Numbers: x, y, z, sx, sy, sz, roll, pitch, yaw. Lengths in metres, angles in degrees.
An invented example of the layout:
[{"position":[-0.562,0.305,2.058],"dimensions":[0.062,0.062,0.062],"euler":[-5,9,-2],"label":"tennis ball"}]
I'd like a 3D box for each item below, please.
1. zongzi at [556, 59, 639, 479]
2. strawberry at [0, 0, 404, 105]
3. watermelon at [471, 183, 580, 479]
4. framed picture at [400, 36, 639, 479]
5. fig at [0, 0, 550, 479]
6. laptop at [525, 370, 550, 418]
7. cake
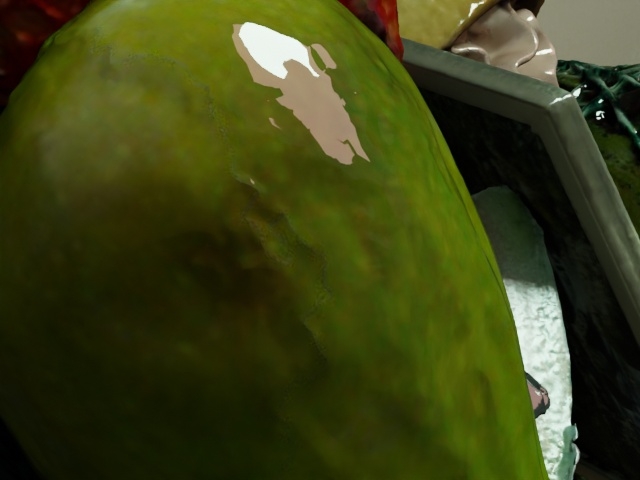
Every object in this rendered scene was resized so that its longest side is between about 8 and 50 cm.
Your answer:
[{"position":[0.102,-0.039,1.350],"dimensions":[0.362,0.319,0.383],"euler":[31,-9,-16],"label":"zongzi"},{"position":[-0.073,-0.131,0.942],"dimensions":[0.244,0.205,0.205],"euler":[34,8,3],"label":"strawberry"},{"position":[0.065,0.059,0.913],"dimensions":[0.094,0.081,0.180],"euler":[35,49,-22],"label":"watermelon"},{"position":[0.107,0.023,1.047],"dimensions":[0.240,0.020,0.324],"euler":[27,-27,51],"label":"framed picture"},{"position":[-0.022,0.029,0.586],"dimensions":[0.167,0.167,0.233],"euler":[-102,175,-77],"label":"fig"},{"position":[0.003,0.039,0.858],"dimensions":[0.180,0.016,0.129],"euler":[42,45,13],"label":"laptop"},{"position":[0.075,-0.094,1.194],"dimensions":[0.178,0.185,0.207],"euler":[35,42,5],"label":"cake"}]
